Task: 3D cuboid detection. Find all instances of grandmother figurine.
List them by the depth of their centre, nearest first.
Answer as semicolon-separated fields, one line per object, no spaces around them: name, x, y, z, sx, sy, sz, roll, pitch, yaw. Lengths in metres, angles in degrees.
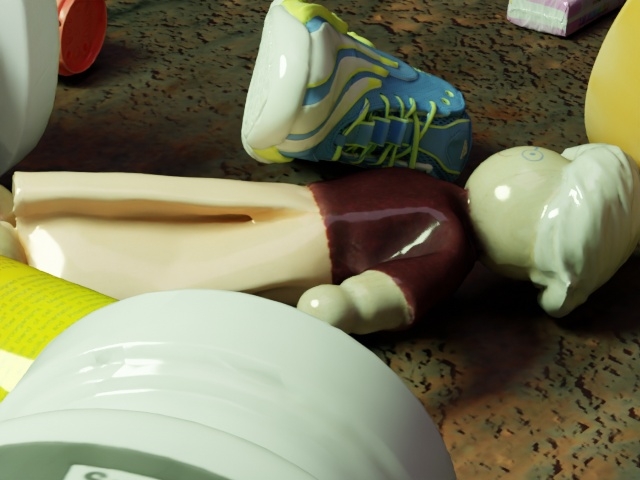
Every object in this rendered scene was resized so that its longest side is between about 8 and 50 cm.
grandmother figurine;0.000;0.000;0.923;0.342;0.104;0.208;-6;28;-9

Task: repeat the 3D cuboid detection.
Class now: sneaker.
sneaker;0.028;-0.079;1.016;0.126;0.091;0.240;13;6;1

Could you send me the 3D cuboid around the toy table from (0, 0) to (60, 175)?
toy table;-0.252;-0.112;0.956;0.252;0.274;0.161;15;40;32

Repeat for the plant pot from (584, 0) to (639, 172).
plant pot;0.275;-0.057;0.950;0.205;0.205;0.188;-17;49;-28

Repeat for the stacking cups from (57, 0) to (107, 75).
stacking cups;-0.295;-0.182;1.242;0.316;0.096;0.096;13;32;22

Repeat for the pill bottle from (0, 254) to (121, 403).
pill bottle;-0.127;0.072;0.780;0.215;0.117;0.117;19;35;29

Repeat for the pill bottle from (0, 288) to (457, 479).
pill bottle;-0.073;0.178;0.505;0.210;0.210;0.363;7;30;11

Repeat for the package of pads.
package of pads;0.174;-0.172;1.292;0.050;0.032;0.083;23;37;32
